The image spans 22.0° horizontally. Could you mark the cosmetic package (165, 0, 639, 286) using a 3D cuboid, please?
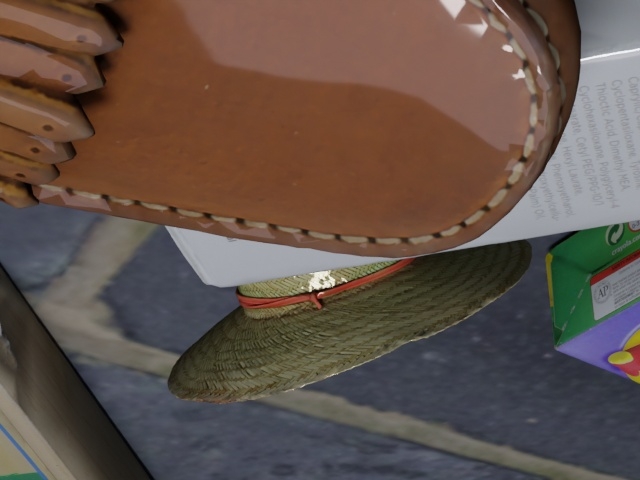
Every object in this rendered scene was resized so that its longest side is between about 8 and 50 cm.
[{"bbox_3d":[0.067,-0.069,0.459,0.231,0.117,0.085,-8,147,13],"label":"cosmetic package"}]

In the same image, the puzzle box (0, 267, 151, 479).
[{"bbox_3d":[-0.299,0.123,0.799,0.409,0.052,0.272,-8,145,11],"label":"puzzle box"}]

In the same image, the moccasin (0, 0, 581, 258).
[{"bbox_3d":[-0.125,-0.075,0.315,0.380,0.147,0.139,23,126,-17],"label":"moccasin"}]

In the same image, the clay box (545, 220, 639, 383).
[{"bbox_3d":[0.216,0.032,0.667,0.222,0.053,0.127,23,140,-29],"label":"clay box"}]

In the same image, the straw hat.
[{"bbox_3d":[0.000,0.000,0.603,0.144,0.144,0.061,-16,105,21],"label":"straw hat"}]
